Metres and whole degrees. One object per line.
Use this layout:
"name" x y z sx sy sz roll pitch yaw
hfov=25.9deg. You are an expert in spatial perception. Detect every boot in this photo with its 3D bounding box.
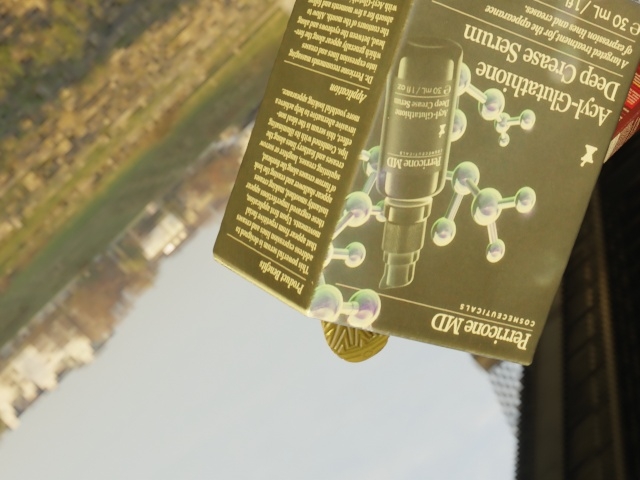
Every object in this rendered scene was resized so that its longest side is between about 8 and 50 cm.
"boot" 0.000 0.000 1.855 0.089 0.236 0.269 -23 -140 -1

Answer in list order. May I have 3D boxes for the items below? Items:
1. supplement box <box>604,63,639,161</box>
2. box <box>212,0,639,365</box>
"supplement box" 0.340 -0.178 1.731 0.239 0.130 0.073 -40 161 -29
"box" 0.112 -0.108 1.414 0.212 0.294 0.395 29 -78 56
